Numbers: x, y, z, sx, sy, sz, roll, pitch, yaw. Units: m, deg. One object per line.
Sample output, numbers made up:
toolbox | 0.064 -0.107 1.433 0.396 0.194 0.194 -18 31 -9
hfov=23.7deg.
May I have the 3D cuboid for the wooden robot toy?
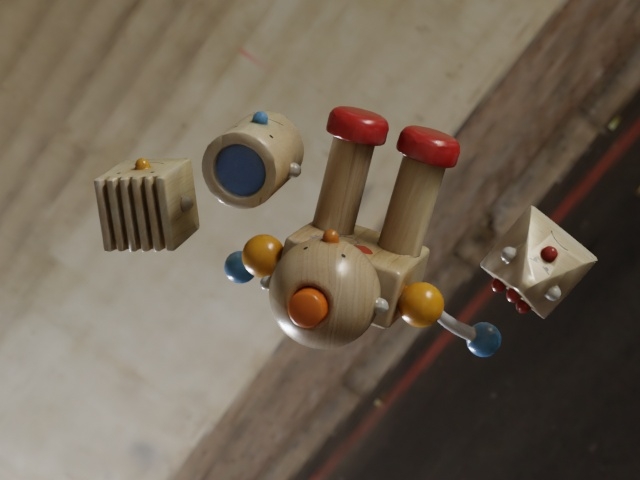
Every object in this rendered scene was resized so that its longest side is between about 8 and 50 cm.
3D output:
wooden robot toy | 0.000 0.000 0.500 0.079 0.173 0.076 -45 -32 -65
